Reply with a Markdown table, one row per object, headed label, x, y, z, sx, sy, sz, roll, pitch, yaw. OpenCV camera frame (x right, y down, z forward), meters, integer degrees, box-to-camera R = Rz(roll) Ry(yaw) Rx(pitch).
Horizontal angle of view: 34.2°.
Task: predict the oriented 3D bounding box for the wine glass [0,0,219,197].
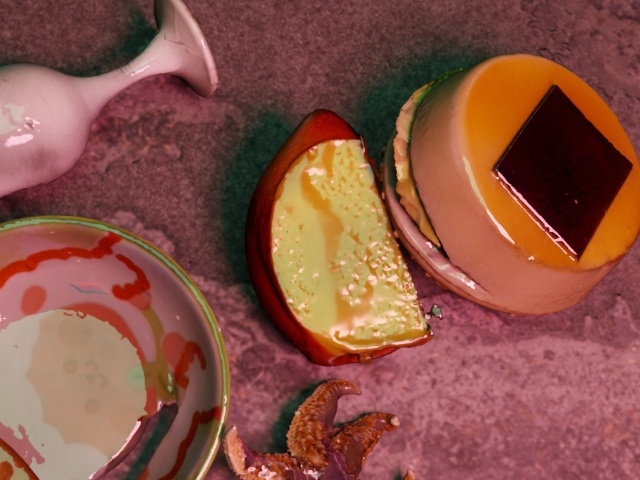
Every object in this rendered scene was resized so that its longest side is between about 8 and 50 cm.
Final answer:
| label | x | y | z | sx | sy | sz | roll | pitch | yaw |
| --- | --- | --- | --- | --- | --- | --- | --- | --- | --- |
| wine glass | -0.268 | -0.148 | 1.100 | 0.321 | 0.143 | 0.143 | -31 | 79 | -16 |

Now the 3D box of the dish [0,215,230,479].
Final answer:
| label | x | y | z | sx | sy | sz | roll | pitch | yaw |
| --- | --- | --- | --- | --- | --- | --- | --- | --- | --- |
| dish | -0.255 | 0.145 | 1.011 | 0.324 | 0.124 | 0.324 | 2 | 78 | -11 |

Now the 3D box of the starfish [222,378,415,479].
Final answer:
| label | x | y | z | sx | sy | sz | roll | pitch | yaw |
| --- | --- | --- | --- | --- | --- | --- | --- | --- | --- |
| starfish | -0.007 | 0.231 | 1.029 | 0.216 | 0.071 | 0.238 | 37 | 39 | -11 |

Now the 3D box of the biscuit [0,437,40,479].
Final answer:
| label | x | y | z | sx | sy | sz | roll | pitch | yaw |
| --- | --- | --- | --- | --- | --- | --- | --- | --- | --- |
| biscuit | -0.373 | 0.295 | 0.875 | 0.318 | 0.040 | 0.318 | 2 | 81 | -10 |

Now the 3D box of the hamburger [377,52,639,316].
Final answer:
| label | x | y | z | sx | sy | sz | roll | pitch | yaw |
| --- | --- | --- | --- | --- | --- | --- | --- | --- | --- |
| hamburger | 0.204 | -0.061 | 1.129 | 0.300 | 0.176 | 0.300 | 13 | 61 | -26 |

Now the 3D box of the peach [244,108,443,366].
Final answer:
| label | x | y | z | sx | sy | sz | roll | pitch | yaw |
| --- | --- | --- | --- | --- | --- | --- | --- | --- | --- |
| peach | -0.005 | 0.004 | 1.084 | 0.154 | 0.159 | 0.267 | -19 | 86 | -17 |
